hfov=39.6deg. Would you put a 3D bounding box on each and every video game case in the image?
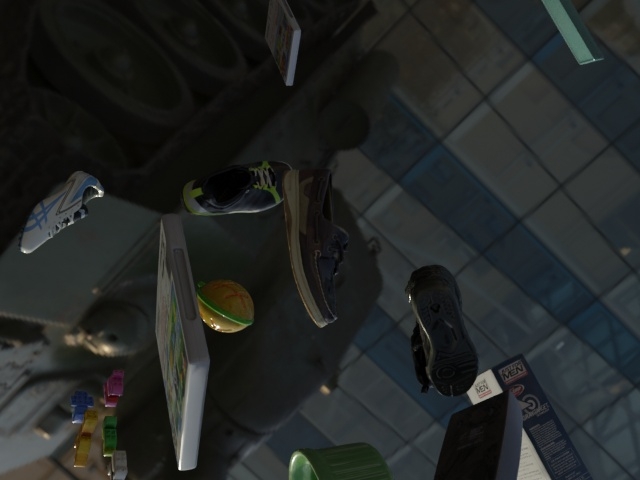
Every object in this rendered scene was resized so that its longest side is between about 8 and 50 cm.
[{"bbox_3d":[-0.236,0.173,1.490,0.329,0.036,0.300,104,-25,-47],"label":"video game case"},{"bbox_3d":[-0.053,-0.283,1.221,0.087,0.011,0.122,103,-25,-43],"label":"video game case"}]

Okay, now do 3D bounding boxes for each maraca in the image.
[{"bbox_3d":[-0.193,0.125,1.784,0.099,0.127,0.186,-57,-162,4],"label":"maraca"}]

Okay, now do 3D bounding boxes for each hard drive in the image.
[{"bbox_3d":[0.247,0.376,1.420,0.172,0.054,0.255,-40,-157,49],"label":"hard drive"}]

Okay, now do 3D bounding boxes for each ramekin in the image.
[{"bbox_3d":[0.056,0.542,1.736,0.148,0.303,0.303,-10,175,-18],"label":"ramekin"}]

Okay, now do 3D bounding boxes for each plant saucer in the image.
[{"bbox_3d":[0.418,-0.385,1.527,0.018,0.192,0.067,-34,-171,-7],"label":"plant saucer"}]

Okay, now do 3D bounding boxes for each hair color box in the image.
[{"bbox_3d":[0.496,0.462,2.138,0.105,0.347,0.174,-22,166,-23],"label":"hair color box"}]

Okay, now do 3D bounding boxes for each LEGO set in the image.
[{"bbox_3d":[-0.374,0.305,1.506,0.227,0.087,0.093,-109,-144,-45],"label":"LEGO set"}]

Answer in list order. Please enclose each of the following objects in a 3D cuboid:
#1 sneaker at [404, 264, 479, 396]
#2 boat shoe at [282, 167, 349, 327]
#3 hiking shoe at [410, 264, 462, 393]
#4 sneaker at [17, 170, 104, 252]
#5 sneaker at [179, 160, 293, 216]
[{"bbox_3d":[0.191,0.133,1.399,0.087,0.227,0.130,-16,-151,10],"label":"sneaker"},{"bbox_3d":[0.000,0.000,1.446,0.092,0.285,0.103,-16,149,9],"label":"boat shoe"},{"bbox_3d":[0.207,0.158,1.594,0.086,0.227,0.114,1,-176,13],"label":"hiking shoe"},{"bbox_3d":[-0.564,-0.059,1.935,0.237,0.086,0.085,-54,169,-32],"label":"sneaker"},{"bbox_3d":[-0.126,-0.089,1.516,0.234,0.084,0.097,-19,178,-36],"label":"sneaker"}]
